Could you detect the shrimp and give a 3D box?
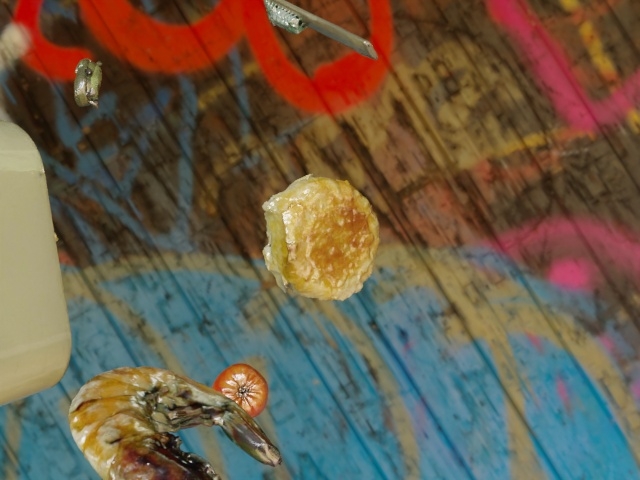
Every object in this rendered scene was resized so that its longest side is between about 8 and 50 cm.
[{"bbox_3d":[-0.134,0.251,1.003,0.233,0.365,0.071,-14,-53,-51],"label":"shrimp"}]

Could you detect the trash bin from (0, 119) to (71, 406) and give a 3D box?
[{"bbox_3d":[-0.313,0.030,0.611,0.121,0.243,0.247,-6,3,35],"label":"trash bin"}]

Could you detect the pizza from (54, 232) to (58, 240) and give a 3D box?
[{"bbox_3d":[-0.544,0.003,1.573,0.160,0.099,0.035,-60,-8,-53],"label":"pizza"}]

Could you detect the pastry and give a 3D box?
[{"bbox_3d":[0.002,-0.006,1.715,0.236,0.257,0.121,-12,7,-31],"label":"pastry"}]

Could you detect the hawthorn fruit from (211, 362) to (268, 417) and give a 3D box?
[{"bbox_3d":[-0.179,0.325,1.850,0.125,0.125,0.140,-31,27,-23],"label":"hawthorn fruit"}]

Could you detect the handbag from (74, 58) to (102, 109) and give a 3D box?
[{"bbox_3d":[-0.436,-0.301,1.617,0.047,0.111,0.072,-2,-37,-3],"label":"handbag"}]

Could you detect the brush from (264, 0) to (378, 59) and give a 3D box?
[{"bbox_3d":[-0.010,-0.241,0.984,0.027,0.190,0.034,-51,-36,-5],"label":"brush"}]
